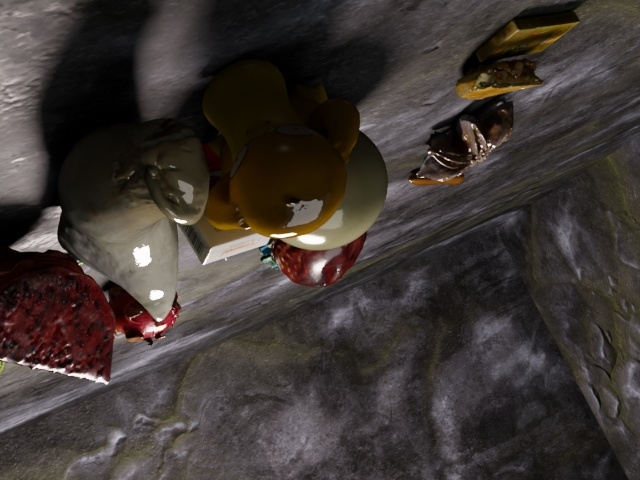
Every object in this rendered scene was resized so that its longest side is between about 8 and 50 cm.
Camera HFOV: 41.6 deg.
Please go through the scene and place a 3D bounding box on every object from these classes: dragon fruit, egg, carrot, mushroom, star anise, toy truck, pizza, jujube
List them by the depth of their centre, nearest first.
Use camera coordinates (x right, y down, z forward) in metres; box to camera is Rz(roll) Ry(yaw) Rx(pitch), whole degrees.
[{"bbox_3d":[-0.209,-0.037,0.931,0.126,0.177,0.397,-46,176,-23],"label":"mushroom"},{"bbox_3d":[-0.414,0.071,1.104,0.205,0.152,0.317,15,171,26],"label":"dragon fruit"},{"bbox_3d":[0.002,-0.081,1.189,0.186,0.186,0.242,-31,177,27],"label":"egg"},{"bbox_3d":[0.275,-0.253,1.316,0.134,0.046,0.175,-10,-177,-4],"label":"pizza"},{"bbox_3d":[-0.344,0.127,1.597,0.166,0.136,0.133,0,159,44],"label":"dragon fruit"},{"bbox_3d":[0.000,0.000,1.647,0.183,0.183,0.243,-22,170,-21],"label":"jujube"},{"bbox_3d":[0.284,-0.190,1.653,0.229,0.093,0.236,-34,173,11],"label":"star anise"},{"bbox_3d":[-0.096,0.008,1.784,0.081,0.067,0.175,-32,167,1],"label":"toy truck"},{"bbox_3d":[0.271,-0.147,1.966,0.043,0.043,0.248,-33,167,33],"label":"carrot"}]

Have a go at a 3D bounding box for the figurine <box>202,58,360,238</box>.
[{"bbox_3d":[-0.044,-0.094,0.964,0.215,0.215,0.228,-27,172,5],"label":"figurine"}]

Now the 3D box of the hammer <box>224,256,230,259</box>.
[{"bbox_3d":[-0.177,-0.010,1.422,0.029,0.103,0.246,-30,179,-10],"label":"hammer"}]

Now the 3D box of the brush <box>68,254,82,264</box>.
[{"bbox_3d":[-0.364,0.025,1.293,0.083,0.018,0.021,-21,160,-20],"label":"brush"}]

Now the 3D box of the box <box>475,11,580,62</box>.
[{"bbox_3d":[0.314,-0.308,1.276,0.156,0.022,0.089,-18,167,-39],"label":"box"}]

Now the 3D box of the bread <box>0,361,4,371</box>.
[{"bbox_3d":[-0.652,0.243,1.557,0.139,0.071,0.130,-24,166,-11],"label":"bread"}]

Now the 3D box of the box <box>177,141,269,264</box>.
[{"bbox_3d":[-0.140,-0.051,1.068,0.100,0.152,0.048,-18,152,-38],"label":"box"}]
